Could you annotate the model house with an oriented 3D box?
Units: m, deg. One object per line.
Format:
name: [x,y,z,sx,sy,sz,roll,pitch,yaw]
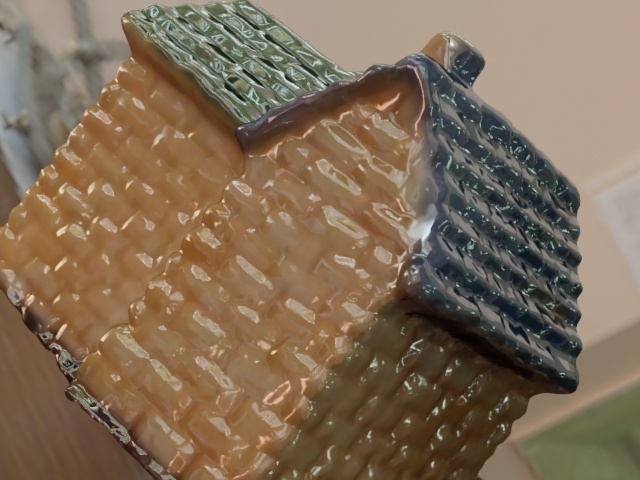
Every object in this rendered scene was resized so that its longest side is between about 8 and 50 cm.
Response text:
model house: [0.000,0.000,0.585,0.183,0.172,0.166,37,7,34]
